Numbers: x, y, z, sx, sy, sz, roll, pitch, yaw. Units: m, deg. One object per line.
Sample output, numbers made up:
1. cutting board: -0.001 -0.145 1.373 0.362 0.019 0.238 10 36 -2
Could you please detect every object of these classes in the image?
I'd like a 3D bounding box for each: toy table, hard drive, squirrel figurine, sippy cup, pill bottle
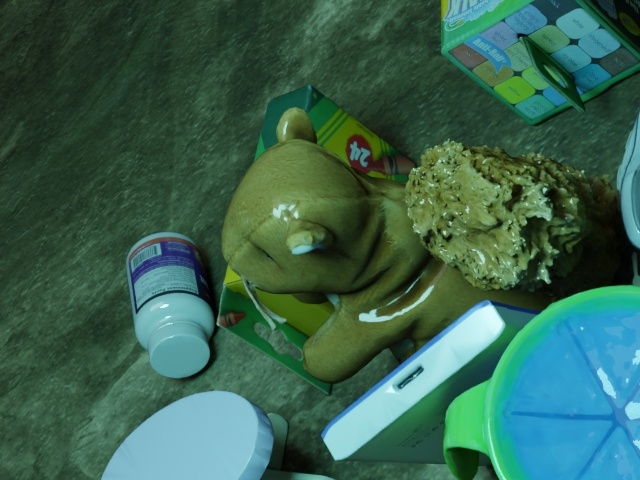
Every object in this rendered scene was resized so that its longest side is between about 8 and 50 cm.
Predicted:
1. toy table: -0.114 0.292 2.090 0.274 0.161 0.252 -10 55 47
2. hard drive: 0.162 0.146 1.759 0.210 0.319 0.040 -41 65 20
3. squirrel figurine: 0.104 -0.008 1.894 0.397 0.370 0.281 -28 43 33
4. sippy cup: 0.284 0.186 1.617 0.305 0.224 0.240 35 83 29
5. pill bottle: -0.199 0.088 2.404 0.108 0.108 0.193 -39 38 21

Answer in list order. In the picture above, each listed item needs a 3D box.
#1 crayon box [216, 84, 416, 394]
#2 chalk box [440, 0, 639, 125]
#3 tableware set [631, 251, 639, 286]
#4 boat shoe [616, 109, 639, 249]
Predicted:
1. crayon box: 0.000 0.000 2.163 0.081 0.202 0.318 -16 51 42
2. chalk box: 0.259 -0.267 2.094 0.179 0.180 0.289 -27 42 34
3. tableware set: 0.386 0.036 1.833 0.154 0.024 0.104 -24 48 35
4. boat shoe: 0.356 -0.061 1.903 0.076 0.083 0.226 116 176 -50
